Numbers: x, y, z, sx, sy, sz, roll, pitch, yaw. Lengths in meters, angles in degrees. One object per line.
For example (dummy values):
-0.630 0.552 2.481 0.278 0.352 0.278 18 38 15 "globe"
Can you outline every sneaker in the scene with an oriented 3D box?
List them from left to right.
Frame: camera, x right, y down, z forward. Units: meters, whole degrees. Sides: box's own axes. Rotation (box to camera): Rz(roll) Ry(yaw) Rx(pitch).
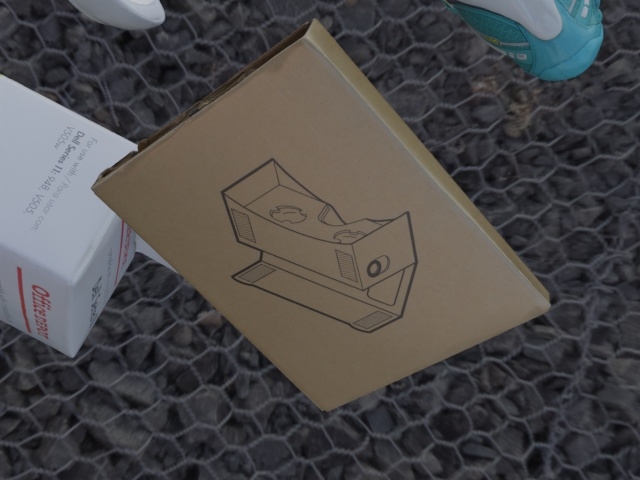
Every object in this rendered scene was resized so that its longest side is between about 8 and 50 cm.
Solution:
0.128 -0.165 0.627 0.107 0.275 0.110 -35 102 21 "sneaker"

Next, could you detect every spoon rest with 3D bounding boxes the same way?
-0.257 -0.290 0.922 0.084 0.276 0.137 -44 53 22 "spoon rest"

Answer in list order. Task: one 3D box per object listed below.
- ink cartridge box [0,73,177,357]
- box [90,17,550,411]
-0.253 -0.028 0.727 0.353 0.207 0.119 27 65 -2 "ink cartridge box"
0.000 0.000 0.515 0.164 0.021 0.201 -29 115 32 "box"
